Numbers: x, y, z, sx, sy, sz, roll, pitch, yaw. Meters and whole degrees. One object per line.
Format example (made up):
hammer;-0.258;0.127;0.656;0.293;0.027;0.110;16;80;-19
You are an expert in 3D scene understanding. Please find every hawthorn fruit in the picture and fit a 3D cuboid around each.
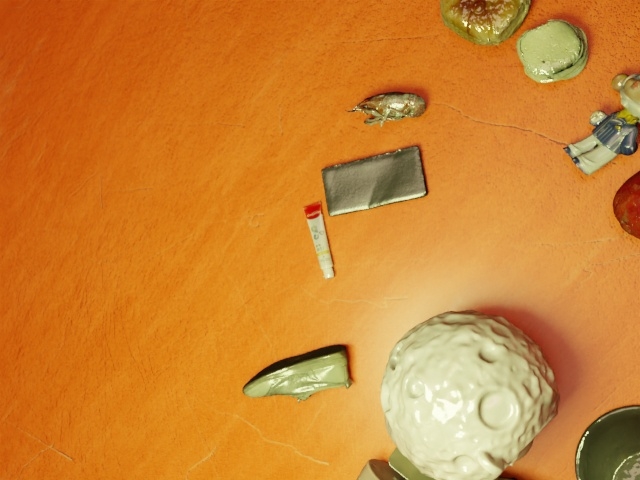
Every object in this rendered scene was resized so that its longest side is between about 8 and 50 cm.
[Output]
hawthorn fruit;0.639;-0.076;1.149;0.148;0.172;0.148;-6;62;11

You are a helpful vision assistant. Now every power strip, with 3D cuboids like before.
power strip;0.147;0.542;1.292;0.154;0.154;0.078;33;93;21

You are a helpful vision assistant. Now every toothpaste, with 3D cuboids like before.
toothpaste;0.000;0.000;1.469;0.048;0.031;0.190;-20;76;22

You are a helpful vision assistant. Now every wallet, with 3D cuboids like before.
wallet;0.124;-0.137;1.433;0.244;0.025;0.124;-12;81;19

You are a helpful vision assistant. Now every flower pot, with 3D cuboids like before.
flower pot;0.610;0.452;1.115;0.269;0.166;0.269;-1;86;21

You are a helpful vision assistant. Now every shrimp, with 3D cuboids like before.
shrimp;0.151;-0.308;1.419;0.190;0.075;0.073;-3;116;15

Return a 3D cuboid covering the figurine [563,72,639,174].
figurine;0.622;-0.235;1.193;0.274;0.133;0.194;-54;27;5

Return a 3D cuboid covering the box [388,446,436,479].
box;0.218;0.486;1.321;0.126;0.031;0.091;33;75;20

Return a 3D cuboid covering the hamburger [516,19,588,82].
hamburger;0.494;-0.402;1.294;0.140;0.062;0.133;-11;80;22

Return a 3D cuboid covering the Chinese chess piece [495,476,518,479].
Chinese chess piece;0.355;0.650;1.205;0.349;0.146;0.349;-2;85;22

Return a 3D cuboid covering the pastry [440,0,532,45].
pastry;0.364;-0.531;1.339;0.192;0.093;0.182;39;102;19

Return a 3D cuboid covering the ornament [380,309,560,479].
ornament;0.274;0.292;1.171;0.337;0.337;0.337;-2;84;21

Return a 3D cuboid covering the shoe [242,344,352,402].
shoe;-0.055;0.326;1.423;0.274;0.103;0.098;-19;90;20
